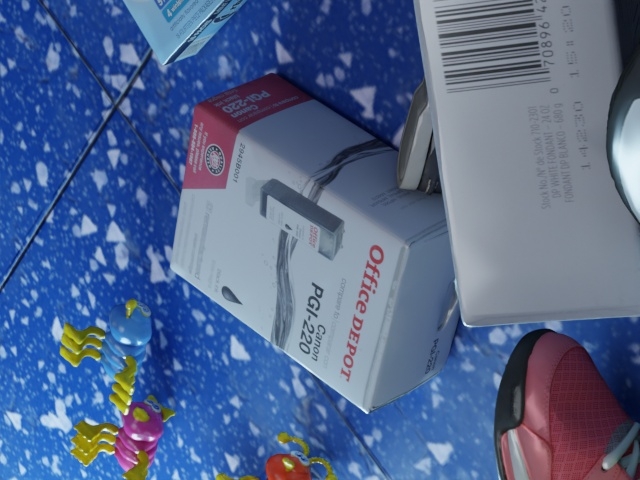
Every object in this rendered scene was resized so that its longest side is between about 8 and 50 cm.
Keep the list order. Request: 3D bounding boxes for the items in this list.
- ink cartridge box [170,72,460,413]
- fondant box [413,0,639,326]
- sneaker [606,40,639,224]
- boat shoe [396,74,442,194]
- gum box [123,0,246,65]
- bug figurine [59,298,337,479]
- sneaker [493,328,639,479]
[{"bbox_3d":[0.000,0.000,1.316,0.218,0.092,0.158,33,129,28],"label":"ink cartridge box"},{"bbox_3d":[0.125,-0.121,0.956,0.096,0.330,0.238,-5,106,15],"label":"fondant box"},{"bbox_3d":[0.305,0.038,0.795,0.169,0.447,0.257,-44,52,5],"label":"sneaker"},{"bbox_3d":[0.107,-0.120,1.191,0.065,0.075,0.206,13,121,-8],"label":"boat shoe"},{"bbox_3d":[-0.117,-0.252,1.352,0.184,0.041,0.157,58,138,7],"label":"gum box"},{"bbox_3d":[-0.112,0.180,1.529,0.279,0.072,0.216,42,140,17],"label":"bug figurine"},{"bbox_3d":[0.226,0.191,1.184,0.136,0.116,0.314,-17,103,38],"label":"sneaker"}]
